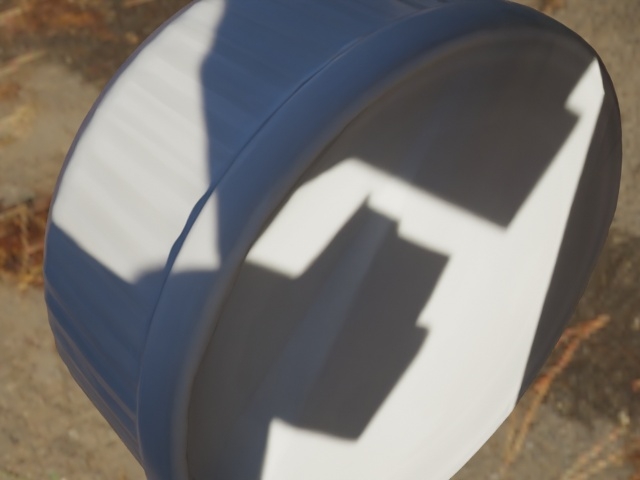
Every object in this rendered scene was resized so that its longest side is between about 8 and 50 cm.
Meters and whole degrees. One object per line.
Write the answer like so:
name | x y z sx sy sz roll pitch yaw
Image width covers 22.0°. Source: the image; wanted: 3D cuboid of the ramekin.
ramekin | 0.000 0.000 0.728 0.273 0.273 0.127 -37 53 -24
